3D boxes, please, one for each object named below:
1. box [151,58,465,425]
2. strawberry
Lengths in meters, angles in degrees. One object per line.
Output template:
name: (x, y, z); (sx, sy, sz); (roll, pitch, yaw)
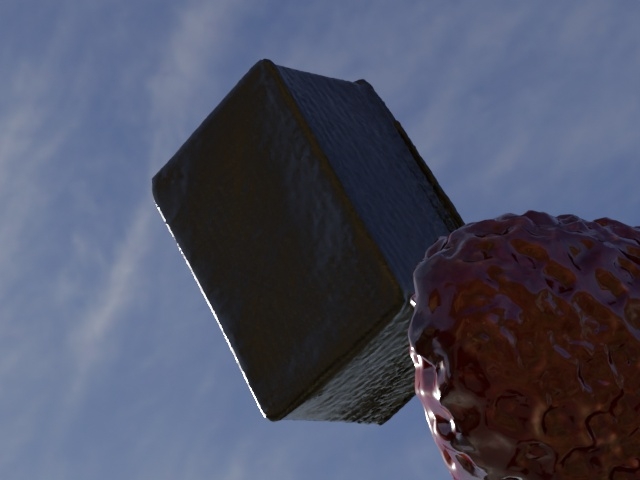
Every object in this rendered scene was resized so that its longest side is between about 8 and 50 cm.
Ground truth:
box: (0.002, 0.000, 1.456); (0.143, 0.273, 0.184); (9, -47, -48)
strawberry: (0.125, 0.073, 0.871); (0.205, 0.205, 0.244); (-42, -41, 19)
